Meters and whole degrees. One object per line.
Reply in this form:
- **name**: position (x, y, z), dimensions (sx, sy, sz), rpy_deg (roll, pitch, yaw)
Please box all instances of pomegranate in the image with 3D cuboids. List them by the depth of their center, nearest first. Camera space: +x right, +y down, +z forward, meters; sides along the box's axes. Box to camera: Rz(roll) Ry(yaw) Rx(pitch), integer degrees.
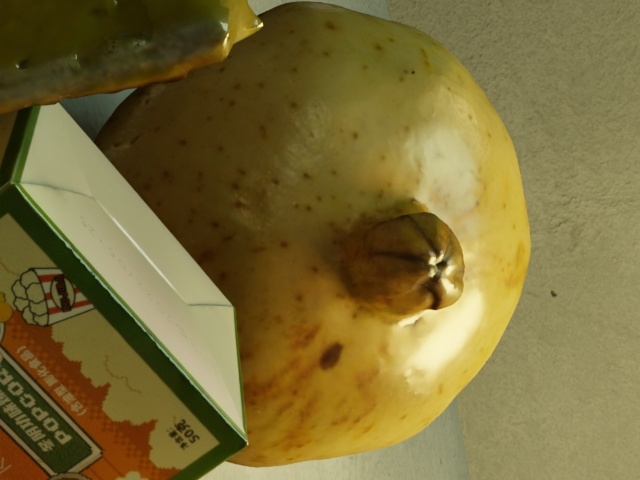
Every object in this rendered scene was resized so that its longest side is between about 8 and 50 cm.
- **pomegranate**: position (0.000, 0.000, 1.135), dimensions (0.410, 0.410, 0.410), rpy_deg (-12, 90, -75)

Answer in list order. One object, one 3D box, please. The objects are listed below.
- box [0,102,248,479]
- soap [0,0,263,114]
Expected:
- **box**: position (-0.158, 0.047, 0.808), dimensions (0.195, 0.148, 0.177), rpy_deg (52, 10, -22)
- **soap**: position (-0.184, -0.170, 0.710), dimensions (0.304, 0.339, 0.169), rpy_deg (-78, 153, -54)
